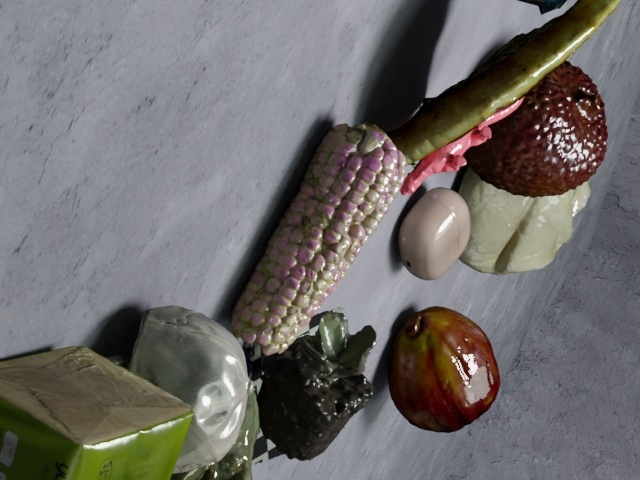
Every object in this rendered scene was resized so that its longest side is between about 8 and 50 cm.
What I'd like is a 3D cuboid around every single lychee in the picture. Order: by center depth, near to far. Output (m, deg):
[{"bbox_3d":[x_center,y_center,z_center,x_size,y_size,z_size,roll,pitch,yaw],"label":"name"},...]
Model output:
[{"bbox_3d":[0.375,-0.197,2.429,0.260,0.261,0.260,-54,160,-31],"label":"lychee"}]

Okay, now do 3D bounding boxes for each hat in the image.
[{"bbox_3d":[-0.184,0.207,1.528,0.275,0.161,0.232,-54,156,-20],"label":"hat"}]

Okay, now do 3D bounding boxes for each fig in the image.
[{"bbox_3d":[0.236,0.250,2.697,0.224,0.224,0.263,-40,144,-53],"label":"fig"}]

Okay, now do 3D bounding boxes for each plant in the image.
[{"bbox_3d":[-0.008,0.195,1.881,0.142,0.131,0.203,-12,143,-52],"label":"plant"}]

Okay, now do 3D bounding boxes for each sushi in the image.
[{"bbox_3d":[-0.043,0.234,2.025,0.193,0.043,0.279,-15,133,-37],"label":"sushi"}]

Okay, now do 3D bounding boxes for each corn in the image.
[{"bbox_3d":[-0.001,-0.001,1.817,0.335,0.127,0.126,-61,162,-9],"label":"corn"}]

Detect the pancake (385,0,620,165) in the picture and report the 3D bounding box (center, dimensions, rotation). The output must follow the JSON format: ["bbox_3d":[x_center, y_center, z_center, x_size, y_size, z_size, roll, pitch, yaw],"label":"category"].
[{"bbox_3d":[0.243,-0.239,1.994,0.427,0.067,0.305,-33,-167,25],"label":"pancake"}]

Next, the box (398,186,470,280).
[{"bbox_3d":[0.199,-0.010,2.421,0.146,0.088,0.200,-50,160,-14],"label":"box"}]

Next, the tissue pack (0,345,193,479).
[{"bbox_3d":[-0.268,0.264,1.325,0.200,0.167,0.274,-5,118,-64],"label":"tissue pack"}]

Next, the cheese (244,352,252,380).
[{"bbox_3d":[-0.126,0.279,1.902,0.156,0.064,0.250,-135,-123,-72],"label":"cheese"}]

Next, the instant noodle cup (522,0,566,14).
[{"bbox_3d":[0.285,-0.437,1.947,0.240,0.178,0.240,-54,160,-29],"label":"instant noodle cup"}]

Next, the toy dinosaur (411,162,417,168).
[{"bbox_3d":[0.129,-0.128,2.189,0.119,0.029,0.060,-54,146,-17],"label":"toy dinosaur"}]

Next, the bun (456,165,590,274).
[{"bbox_3d":[0.401,-0.089,2.696,0.365,0.219,0.365,-54,158,-35],"label":"bun"}]

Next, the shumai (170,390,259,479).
[{"bbox_3d":[-0.123,0.300,1.722,0.260,0.222,0.225,-56,161,-37],"label":"shumai"}]

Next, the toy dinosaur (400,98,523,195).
[{"bbox_3d":[0.214,-0.161,2.152,0.286,0.070,0.139,-44,-179,-19],"label":"toy dinosaur"}]
